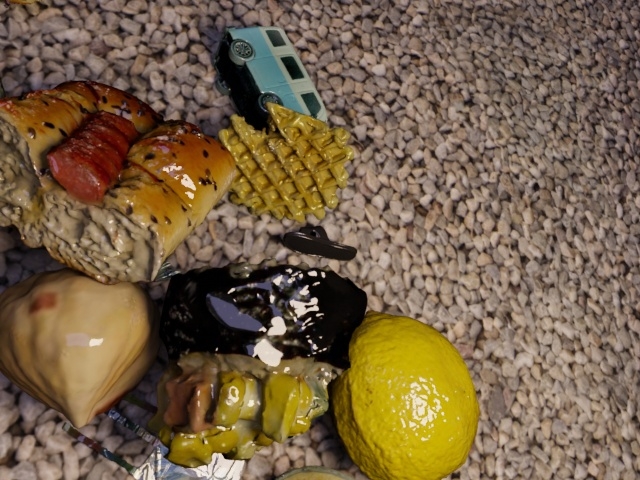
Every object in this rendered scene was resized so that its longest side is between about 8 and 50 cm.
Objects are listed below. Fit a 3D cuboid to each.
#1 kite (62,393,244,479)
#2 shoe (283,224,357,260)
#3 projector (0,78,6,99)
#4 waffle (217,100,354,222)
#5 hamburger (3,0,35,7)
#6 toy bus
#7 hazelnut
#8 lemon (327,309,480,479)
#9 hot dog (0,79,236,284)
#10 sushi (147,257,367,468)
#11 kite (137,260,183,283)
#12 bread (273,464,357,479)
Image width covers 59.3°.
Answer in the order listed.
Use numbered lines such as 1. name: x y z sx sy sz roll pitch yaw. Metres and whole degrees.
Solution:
1. kite: -0.278 0.358 0.949 0.310 0.015 0.169 29 66 -11
2. shoe: 0.000 0.000 1.149 0.159 0.062 0.053 15 55 -15
3. projector: -0.647 -0.265 0.882 0.248 0.249 0.249 -16 81 -25
4. waffle: -0.075 -0.140 1.072 0.261 0.250 0.056 16 40 -12
5. hamburger: -0.574 -0.532 1.081 0.164 0.093 0.190 38 65 -8
6. toy bus: -0.095 -0.303 1.169 0.164 0.133 0.271 -22 80 -30
7. hazelnut: -0.364 0.158 0.850 0.261 0.261 0.241 12 61 -17
8. lemon: 0.140 0.276 1.000 0.268 0.268 0.322 -21 76 -25
9. hot dog: -0.328 -0.128 0.917 0.367 0.196 0.365 29 25 2
10. sushi: -0.096 0.196 0.884 0.328 0.328 0.285 2 72 -14
11. kite: -0.306 0.023 1.053 0.137 0.005 0.152 39 63 -6
12. bread: -0.002 0.510 0.927 0.267 0.040 0.267 -3 77 13
